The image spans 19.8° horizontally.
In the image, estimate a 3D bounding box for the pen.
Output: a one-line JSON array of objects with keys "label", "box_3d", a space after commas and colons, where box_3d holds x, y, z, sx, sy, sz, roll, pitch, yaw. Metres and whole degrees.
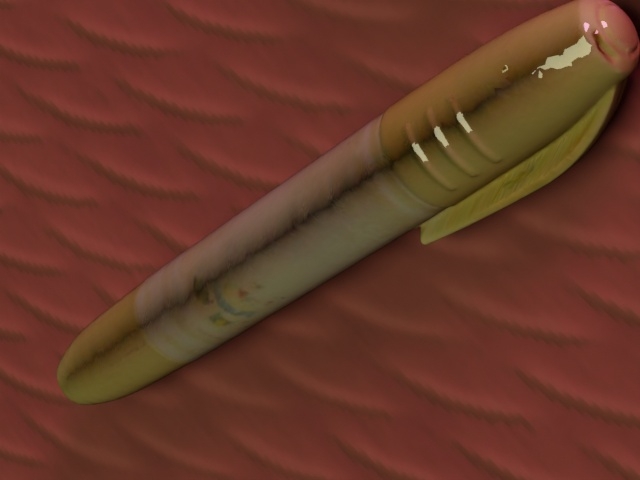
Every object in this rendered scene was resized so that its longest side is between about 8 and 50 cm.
[{"label": "pen", "box_3d": [0.000, 0.000, 0.514, 0.040, 0.032, 0.233, 49, 131, -9]}]
